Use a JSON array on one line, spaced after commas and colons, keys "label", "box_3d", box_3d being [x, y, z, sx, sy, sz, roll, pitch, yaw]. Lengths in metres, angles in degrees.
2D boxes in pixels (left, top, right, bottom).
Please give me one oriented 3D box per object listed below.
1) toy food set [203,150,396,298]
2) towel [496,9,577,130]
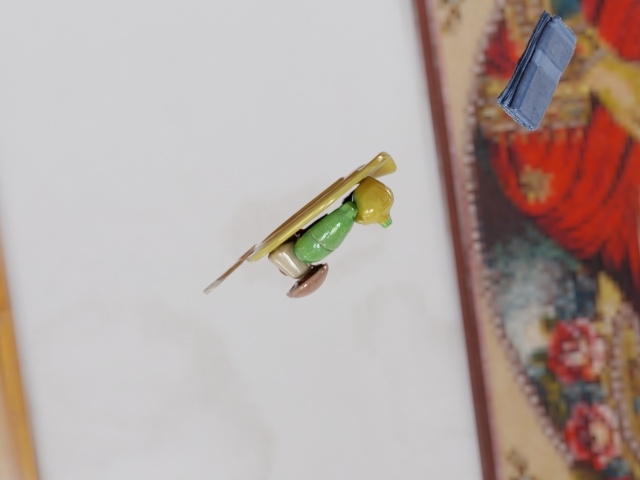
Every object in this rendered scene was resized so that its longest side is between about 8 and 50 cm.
[{"label": "toy food set", "box_3d": [0.000, 0.000, 1.759, 0.218, 0.071, 0.128, -37, -176, 24]}, {"label": "towel", "box_3d": [0.236, -0.183, 1.918, 0.029, 0.119, 0.067, 17, 167, 39]}]
